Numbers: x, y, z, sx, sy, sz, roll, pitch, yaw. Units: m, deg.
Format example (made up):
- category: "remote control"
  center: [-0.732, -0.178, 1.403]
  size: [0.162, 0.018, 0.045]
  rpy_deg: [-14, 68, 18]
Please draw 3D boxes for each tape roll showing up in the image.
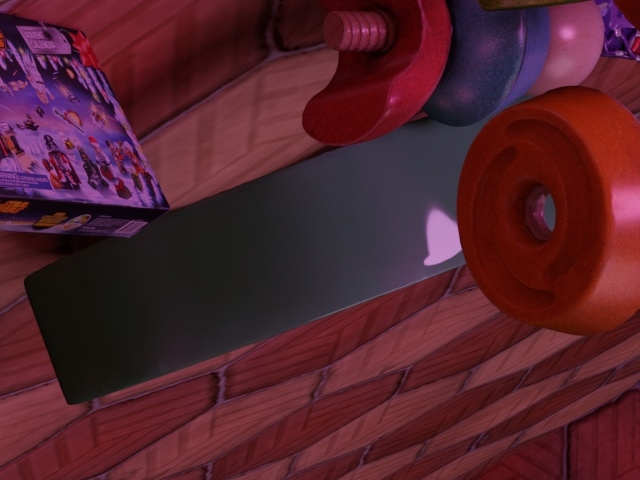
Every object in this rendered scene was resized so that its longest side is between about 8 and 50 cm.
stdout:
- category: "tape roll"
  center: [0.000, 0.000, 1.072]
  size: [0.321, 0.077, 0.321]
  rpy_deg: [-20, 179, 0]

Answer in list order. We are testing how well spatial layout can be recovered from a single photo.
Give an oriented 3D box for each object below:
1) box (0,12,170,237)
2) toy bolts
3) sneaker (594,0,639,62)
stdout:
- category: "box"
  center: [-0.123, -0.049, 0.794]
  size: [0.027, 0.094, 0.137]
  rpy_deg: [-33, 165, 21]
- category: "toy bolts"
  center: [0.113, -0.074, 0.855]
  size: [0.158, 0.218, 0.228]
  rpy_deg: [-5, -177, -37]
- category: "sneaker"
  center: [0.182, -0.127, 1.129]
  size: [0.170, 0.071, 0.068]
  rpy_deg: [-17, 163, -33]
